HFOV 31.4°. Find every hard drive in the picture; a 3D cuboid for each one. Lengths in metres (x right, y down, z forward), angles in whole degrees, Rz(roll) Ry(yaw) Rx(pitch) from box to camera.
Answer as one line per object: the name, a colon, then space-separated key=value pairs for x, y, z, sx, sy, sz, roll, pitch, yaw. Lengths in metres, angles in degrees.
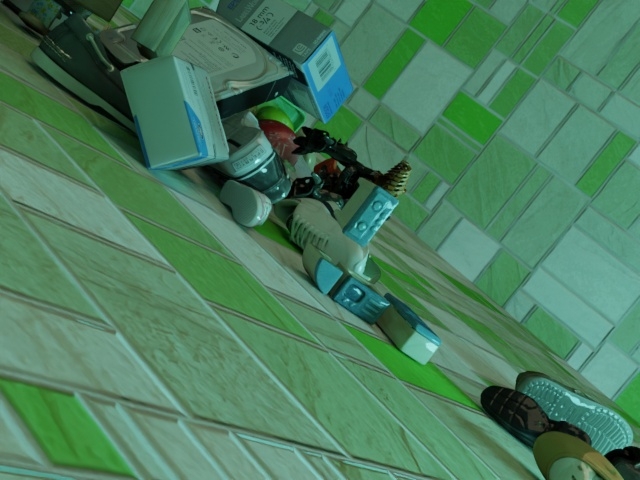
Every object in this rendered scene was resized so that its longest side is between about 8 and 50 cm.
hard drive: x=-0.232 y=-0.315 z=2.051 sx=0.237 sy=0.064 sz=0.339 roll=39 pitch=36 yaw=15

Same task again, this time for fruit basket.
fruit basket: x=-0.134 y=-0.203 z=2.225 sx=0.327 sy=0.165 sz=0.353 roll=32 pitch=21 yaw=-40

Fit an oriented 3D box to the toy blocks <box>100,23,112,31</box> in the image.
toy blocks: x=-0.388 y=-0.376 z=2.326 sx=0.148 sy=0.054 sz=0.123 roll=37 pitch=6 yaw=-12

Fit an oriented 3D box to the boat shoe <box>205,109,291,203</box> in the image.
boat shoe: x=-0.128 y=-0.123 z=1.829 sx=0.119 sy=0.121 sz=0.335 roll=59 pitch=-1 yaw=-19

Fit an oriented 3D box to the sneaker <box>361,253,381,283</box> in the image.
sneaker: x=0.056 y=0.003 z=1.955 sx=0.192 sy=0.086 sz=0.064 roll=33 pitch=9 yaw=-38

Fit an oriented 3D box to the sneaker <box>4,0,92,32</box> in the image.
sneaker: x=-0.538 y=-0.571 z=1.975 sx=0.448 sy=0.257 sz=0.169 roll=37 pitch=7 yaw=-5

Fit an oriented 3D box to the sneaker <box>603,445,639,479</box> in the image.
sneaker: x=0.474 y=0.362 z=1.672 sx=0.135 sy=0.097 sz=0.276 roll=43 pitch=10 yaw=25

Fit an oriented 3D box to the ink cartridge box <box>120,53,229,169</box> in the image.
ink cartridge box: x=-0.196 y=-0.171 z=1.572 sx=0.191 sy=0.082 sz=0.139 roll=-22 pitch=97 yaw=-84

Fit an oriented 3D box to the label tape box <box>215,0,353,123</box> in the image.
label tape box: x=-0.109 y=-0.402 z=2.296 sx=0.334 sy=0.106 sz=0.240 roll=34 pitch=-12 yaw=22

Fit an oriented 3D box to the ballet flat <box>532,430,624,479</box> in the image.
ballet flat: x=0.345 y=0.319 z=1.396 sx=0.232 sy=0.080 sz=0.073 roll=40 pitch=22 yaw=29

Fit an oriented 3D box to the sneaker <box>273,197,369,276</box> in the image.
sneaker: x=0.000 y=0.000 z=1.776 sx=0.095 sy=0.090 sz=0.235 roll=15 pitch=16 yaw=-27

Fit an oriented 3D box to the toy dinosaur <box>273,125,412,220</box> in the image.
toy dinosaur: x=0.052 y=-0.096 z=2.008 sx=0.218 sy=0.322 sz=0.164 roll=27 pitch=45 yaw=-24

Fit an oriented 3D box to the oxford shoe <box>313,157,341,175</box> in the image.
oxford shoe: x=0.023 y=-0.127 z=2.755 sx=0.098 sy=0.097 sz=0.271 roll=57 pitch=5 yaw=-19

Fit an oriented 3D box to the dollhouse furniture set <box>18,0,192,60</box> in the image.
dollhouse furniture set: x=-0.336 y=-0.393 z=1.820 sx=0.242 sy=0.212 sz=0.161 roll=31 pitch=-4 yaw=-3

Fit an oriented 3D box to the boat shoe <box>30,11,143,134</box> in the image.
boat shoe: x=-0.272 y=-0.220 z=1.672 sx=0.319 sy=0.099 sz=0.116 roll=33 pitch=6 yaw=-41

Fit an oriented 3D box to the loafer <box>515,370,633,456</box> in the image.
loafer: x=0.433 y=0.291 z=1.959 sx=0.251 sy=0.094 sz=0.087 roll=36 pitch=11 yaw=-19

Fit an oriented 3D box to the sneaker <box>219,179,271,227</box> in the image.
sneaker: x=-0.093 y=-0.046 z=1.640 sx=0.070 sy=0.051 sz=0.134 roll=28 pitch=6 yaw=-29

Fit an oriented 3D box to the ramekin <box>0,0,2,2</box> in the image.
ramekin: x=-0.567 y=-0.489 z=1.764 sx=0.277 sy=0.135 sz=0.277 roll=36 pitch=8 yaw=-6

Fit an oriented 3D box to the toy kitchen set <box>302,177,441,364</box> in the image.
toy kitchen set: x=0.102 y=0.041 z=1.594 sx=0.207 sy=0.166 sz=0.122 roll=34 pitch=8 yaw=-29

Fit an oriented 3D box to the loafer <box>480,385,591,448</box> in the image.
loafer: x=0.300 y=0.270 z=1.624 sx=0.170 sy=0.062 sz=0.061 roll=33 pitch=-34 yaw=19

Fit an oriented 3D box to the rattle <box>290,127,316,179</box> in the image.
rattle: x=-0.072 y=-0.162 z=2.509 sx=0.143 sy=0.130 sz=0.199 roll=11 pitch=52 yaw=-53
